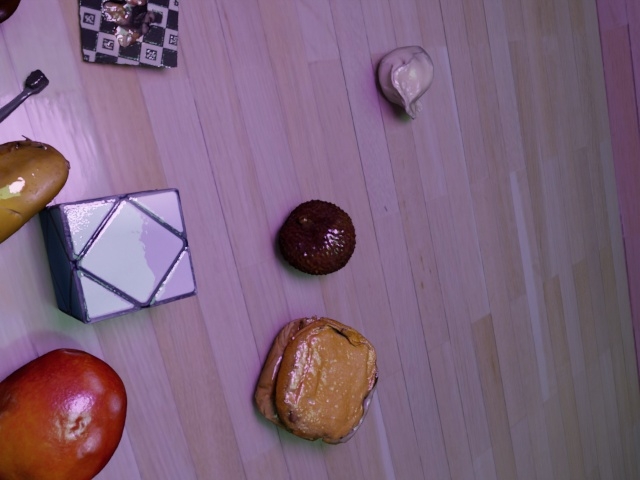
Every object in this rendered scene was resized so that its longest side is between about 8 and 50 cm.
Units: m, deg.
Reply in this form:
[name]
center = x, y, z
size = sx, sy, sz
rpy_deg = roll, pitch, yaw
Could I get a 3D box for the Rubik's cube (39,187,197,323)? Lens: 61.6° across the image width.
[Rubik's cube]
center = -0.372, 0.019, 0.982
size = 0.207, 0.205, 0.205
rpy_deg = -12, 98, -35

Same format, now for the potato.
[potato]
center = -0.555, -0.059, 0.867
size = 0.300, 0.173, 0.140
rpy_deg = -46, 142, -24

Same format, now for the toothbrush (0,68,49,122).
[toothbrush]
center = -0.585, -0.192, 0.927
size = 0.030, 0.030, 0.297
rpy_deg = 37, 69, -4

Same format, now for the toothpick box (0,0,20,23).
[toothpick box]
center = -0.593, -0.476, 0.821
size = 0.192, 0.192, 0.294
rpy_deg = -33, 105, -31

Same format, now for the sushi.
[sushi]
center = -0.377, -0.448, 1.066
size = 0.192, 0.040, 0.210
rpy_deg = -2, 91, -20

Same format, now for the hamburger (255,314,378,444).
[hamburger]
center = 0.002, 0.336, 1.298
size = 0.318, 0.158, 0.319
rpy_deg = -1, 91, -36

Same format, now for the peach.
[peach]
center = -0.458, 0.304, 0.929
size = 0.243, 0.199, 0.244
rpy_deg = 2, 86, -24

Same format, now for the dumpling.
[dumpling]
center = 0.239, -0.429, 1.468
size = 0.258, 0.146, 0.193
rpy_deg = -54, 135, -58

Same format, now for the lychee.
[lychee]
center = -0.005, -0.004, 1.278
size = 0.194, 0.194, 0.195
rpy_deg = -1, 92, -37
